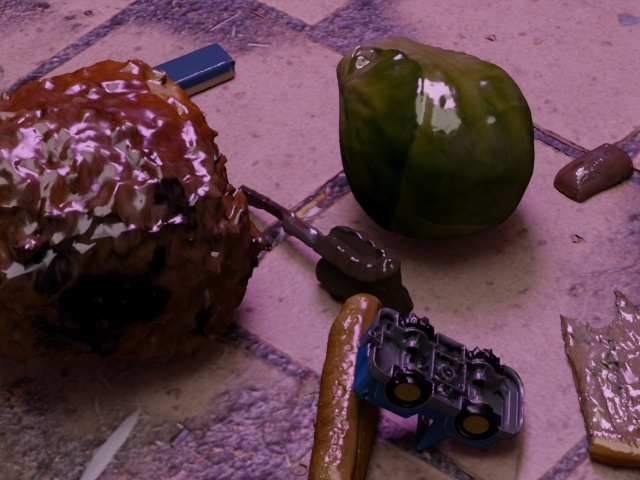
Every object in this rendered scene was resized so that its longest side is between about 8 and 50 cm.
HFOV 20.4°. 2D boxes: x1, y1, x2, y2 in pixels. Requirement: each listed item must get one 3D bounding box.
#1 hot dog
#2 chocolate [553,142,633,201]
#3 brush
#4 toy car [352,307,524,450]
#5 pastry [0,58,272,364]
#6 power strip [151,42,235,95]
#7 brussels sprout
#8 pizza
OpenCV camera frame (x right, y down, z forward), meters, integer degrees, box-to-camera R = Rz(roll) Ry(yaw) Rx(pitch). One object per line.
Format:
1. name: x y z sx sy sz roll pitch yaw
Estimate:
1. hot dog: 0.028 0.170 1.872 0.061 0.087 0.286 -3 38 13
2. chocolate: 0.332 -0.090 2.167 0.101 0.031 0.064 -27 40 -19
3. brush: 0.000 0.000 2.078 0.071 0.084 0.301 -32 41 -24
4. toy car: 0.113 0.156 1.855 0.191 0.100 0.097 26 40 -14
5. pastry: -0.243 -0.014 1.970 0.337 0.292 0.405 34 42 22
6. power strip: -0.176 -0.223 2.383 0.123 0.032 0.056 -25 45 -20
7. brussels sprout: 0.125 -0.123 2.085 0.210 0.219 0.271 -20 58 -20
8. pizza: 0.346 0.136 1.903 0.181 0.034 0.262 -11 41 -4
